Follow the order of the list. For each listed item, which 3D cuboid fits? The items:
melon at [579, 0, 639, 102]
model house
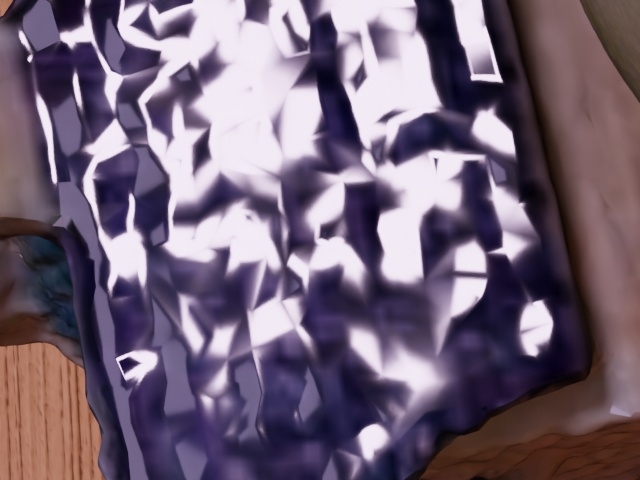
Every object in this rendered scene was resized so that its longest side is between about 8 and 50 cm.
[{"bbox_3d":[0.154,-0.116,0.333,0.272,0.272,0.308,47,150,44],"label":"melon"},{"bbox_3d":[0.000,-0.003,0.581,0.298,0.284,0.243,-28,66,55],"label":"model house"}]
